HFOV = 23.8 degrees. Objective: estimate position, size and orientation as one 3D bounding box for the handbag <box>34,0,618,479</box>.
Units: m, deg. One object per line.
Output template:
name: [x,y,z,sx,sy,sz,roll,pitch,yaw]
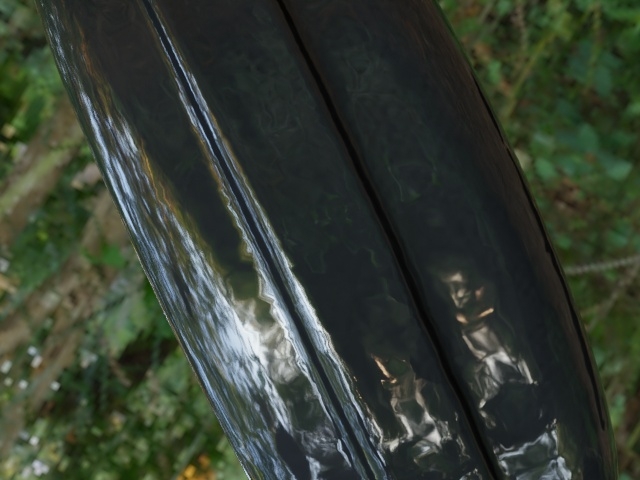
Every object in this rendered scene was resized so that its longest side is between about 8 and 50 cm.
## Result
handbag: [0.001,-0.001,0.479,0.254,0.093,0.308,64,178,-7]
